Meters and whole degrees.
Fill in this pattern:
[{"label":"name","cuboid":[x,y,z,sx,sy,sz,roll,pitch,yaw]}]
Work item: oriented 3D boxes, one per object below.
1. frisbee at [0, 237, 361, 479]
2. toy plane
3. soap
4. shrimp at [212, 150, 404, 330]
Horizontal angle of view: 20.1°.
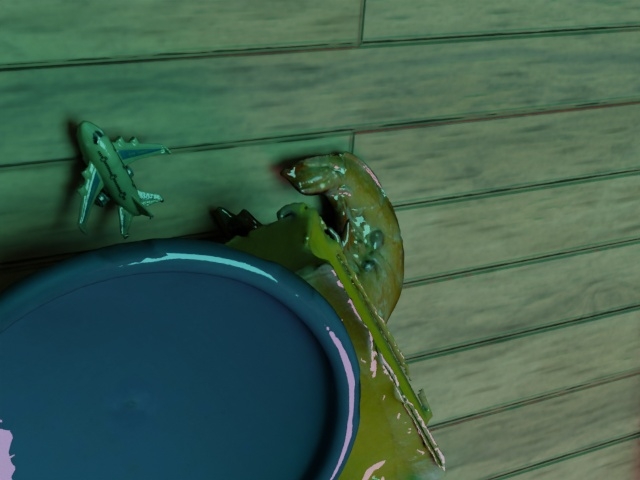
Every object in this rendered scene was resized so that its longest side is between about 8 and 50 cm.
[{"label":"frisbee","cuboid":[-0.116,0.113,1.133,0.290,0.049,0.289,-9,125,-13]},{"label":"toy plane","cuboid":[-0.132,-0.043,1.132,0.080,0.033,0.083,-45,123,-23]},{"label":"soap","cuboid":[-0.016,0.094,1.216,0.135,0.076,0.233,-23,127,9]},{"label":"shrimp","cuboid":[-0.003,0.001,1.270,0.187,0.052,0.132,21,67,-50]}]
